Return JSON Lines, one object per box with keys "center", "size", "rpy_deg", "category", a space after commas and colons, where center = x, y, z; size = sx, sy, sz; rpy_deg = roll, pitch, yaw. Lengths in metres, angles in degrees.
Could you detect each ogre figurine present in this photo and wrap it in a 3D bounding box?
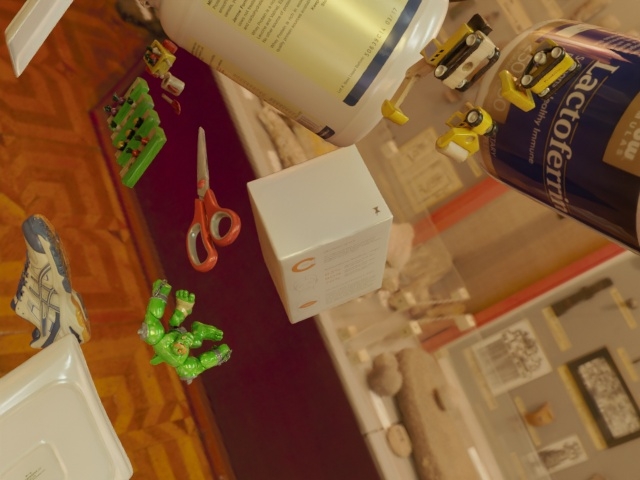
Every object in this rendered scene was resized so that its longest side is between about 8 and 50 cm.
{"center": [-0.255, 0.177, 1.319], "size": [0.118, 0.096, 0.197], "rpy_deg": [-59, 135, -43], "category": "ogre figurine"}

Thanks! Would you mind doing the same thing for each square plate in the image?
{"center": [-0.487, 0.388, 1.200], "size": [0.347, 0.049, 0.344], "rpy_deg": [-37, 125, -39], "category": "square plate"}

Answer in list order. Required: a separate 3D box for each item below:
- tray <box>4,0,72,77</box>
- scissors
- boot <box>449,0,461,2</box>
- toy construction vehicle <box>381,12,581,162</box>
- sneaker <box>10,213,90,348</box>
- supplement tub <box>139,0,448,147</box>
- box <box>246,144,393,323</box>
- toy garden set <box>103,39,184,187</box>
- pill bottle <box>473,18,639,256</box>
{"center": [-0.515, -0.444, 1.352], "size": [0.030, 0.145, 0.270], "rpy_deg": [29, 71, -8], "category": "tray"}
{"center": [-0.200, -0.073, 1.190], "size": [0.021, 0.109, 0.297], "rpy_deg": [29, 25, -43], "category": "scissors"}
{"center": [0.158, -0.416, 1.111], "size": [0.219, 0.082, 0.106], "rpy_deg": [15, 17, 18], "category": "boot"}
{"center": [0.096, -0.098, 0.446], "size": [0.085, 0.098, 0.035], "rpy_deg": [16, 41, -40], "category": "toy construction vehicle"}
{"center": [-0.551, 0.094, 1.412], "size": [0.112, 0.130, 0.297], "rpy_deg": [-123, -158, -61], "category": "sneaker"}
{"center": [-0.040, -0.288, 0.851], "size": [0.324, 0.235, 0.235], "rpy_deg": [32, 36, -12], "category": "supplement tub"}
{"center": [0.000, 0.000, 1.398], "size": [0.345, 0.214, 0.168], "rpy_deg": [88, -21, -66], "category": "box"}
{"center": [-0.315, -0.241, 1.276], "size": [0.049, 0.204, 0.244], "rpy_deg": [28, 20, -37], "category": "toy garden set"}
{"center": [0.253, -0.069, 0.546], "size": [0.153, 0.153, 0.264], "rpy_deg": [27, 8, -39], "category": "pill bottle"}
